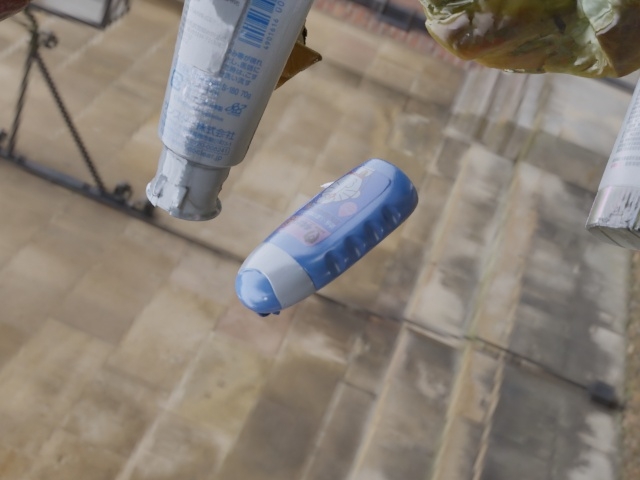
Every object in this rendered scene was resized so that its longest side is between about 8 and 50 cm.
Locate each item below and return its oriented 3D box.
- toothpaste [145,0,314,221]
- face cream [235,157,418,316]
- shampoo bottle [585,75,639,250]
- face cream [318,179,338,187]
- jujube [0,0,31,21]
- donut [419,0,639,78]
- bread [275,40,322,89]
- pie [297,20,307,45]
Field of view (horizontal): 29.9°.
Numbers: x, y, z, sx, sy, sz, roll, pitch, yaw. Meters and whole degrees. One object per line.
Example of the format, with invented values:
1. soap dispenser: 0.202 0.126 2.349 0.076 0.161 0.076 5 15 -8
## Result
1. toothpaste: -0.066 -0.155 0.926 0.073 0.114 0.299 -57 -10 -62
2. face cream: 0.000 0.000 1.543 0.264 0.083 0.149 -39 28 -19
3. shampoo bottle: 0.312 -0.102 1.074 0.086 0.056 0.227 6 69 52
4. face cream: 0.055 -0.085 1.831 0.038 0.115 0.020 -25 -64 -60
5. jujube: -0.365 -0.245 1.070 0.190 0.255 0.189 16 -109 -57
6. donut: 0.275 -0.350 1.426 0.170 0.361 0.360 -73 2 -46
7. bread: -0.070 -0.220 1.210 0.084 0.139 0.074 -33 9 5
8. pie: -0.068 -0.278 1.374 0.046 0.195 0.195 -18 -24 -19
